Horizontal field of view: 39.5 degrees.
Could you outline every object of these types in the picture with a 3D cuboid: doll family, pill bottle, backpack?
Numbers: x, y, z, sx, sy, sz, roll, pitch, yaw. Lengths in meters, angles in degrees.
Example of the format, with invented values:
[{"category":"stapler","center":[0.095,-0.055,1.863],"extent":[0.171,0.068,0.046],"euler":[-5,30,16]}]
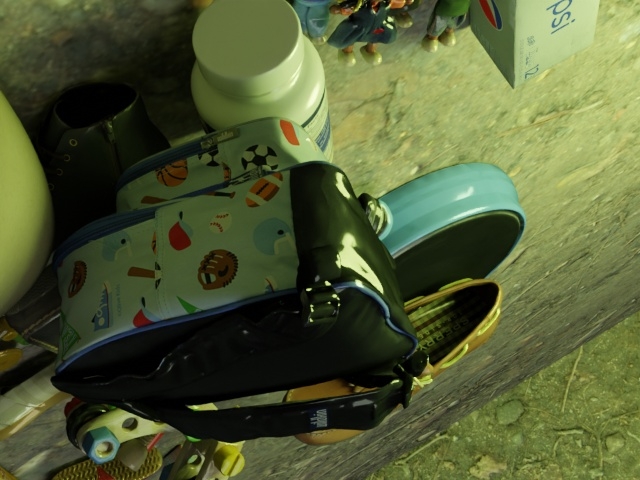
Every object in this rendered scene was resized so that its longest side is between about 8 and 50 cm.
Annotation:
[{"category":"doll family","center":[0.050,-0.210,0.745],"extent":[0.192,0.076,0.111],"euler":[-19,159,-19]},{"category":"pill bottle","center":[-0.049,-0.119,0.755],"extent":[0.112,0.112,0.187],"euler":[-28,156,-8]},{"category":"backpack","center":[-0.077,0.041,0.709],"extent":[0.263,0.213,0.276],"euler":[-21,150,9]}]

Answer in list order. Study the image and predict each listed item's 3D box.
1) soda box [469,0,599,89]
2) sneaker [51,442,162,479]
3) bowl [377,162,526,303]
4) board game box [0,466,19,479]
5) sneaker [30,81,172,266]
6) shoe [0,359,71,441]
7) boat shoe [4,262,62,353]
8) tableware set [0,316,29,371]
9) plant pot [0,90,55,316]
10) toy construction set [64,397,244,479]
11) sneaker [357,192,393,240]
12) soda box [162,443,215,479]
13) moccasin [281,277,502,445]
[{"category":"soda box","center":[0.189,-0.259,0.787],"extent":[0.098,0.091,0.286],"euler":[-30,156,0]},{"category":"sneaker","center":[-0.352,0.382,1.454],"extent":[0.185,0.070,0.084],"euler":[-12,159,-25]},{"category":"bowl","center":[0.133,0.039,1.329],"extent":[0.391,0.077,0.391],"euler":[-25,156,-12]},{"category":"board game box","center":[-0.507,0.386,1.310],"extent":[0.124,0.039,0.259],"euler":[-26,153,-13]},{"category":"sneaker","center":[-0.234,-0.050,0.733],"extent":[0.222,0.083,0.118],"euler":[-31,147,-10]},{"category":"shoe","center":[-0.349,0.183,1.078],"extent":[0.219,0.058,0.076],"euler":[-29,-171,5]},{"category":"boat shoe","center":[-0.185,0.085,0.912],"extent":[0.132,0.130,0.355],"euler":[-34,167,10]},{"category":"tableware set","center":[-0.379,0.132,0.973],"extent":[0.154,0.024,0.104],"euler":[-39,159,15]},{"category":"plant pot","center":[-0.276,-0.023,0.556],"extent":[0.256,0.257,0.274],"euler":[-32,172,2]},{"category":"toy construction set","center":[-0.177,0.221,1.187],"extent":[0.237,0.257,0.309],"euler":[-50,-168,-12]},{"category":"sneaker","center":[0.000,0.000,1.128],"extent":[0.188,0.067,0.078],"euler":[-34,135,10]},{"category":"soda box","center":[-0.214,0.457,1.604],"extent":[0.063,0.183,0.058],"euler":[-43,154,28]},{"category":"moccasin","center":[0.112,0.168,1.287],"extent":[0.379,0.139,0.147],"euler":[-23,154,-20]}]
